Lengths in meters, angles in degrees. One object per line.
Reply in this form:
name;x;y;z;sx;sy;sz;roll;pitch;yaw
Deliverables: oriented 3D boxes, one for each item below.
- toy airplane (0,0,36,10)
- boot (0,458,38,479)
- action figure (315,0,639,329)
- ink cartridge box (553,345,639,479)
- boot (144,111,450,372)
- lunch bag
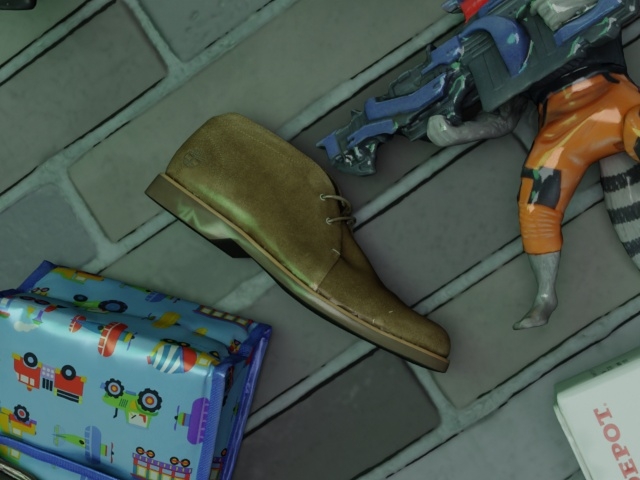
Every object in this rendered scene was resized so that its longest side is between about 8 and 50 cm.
toy airplane;-0.440;-0.287;1.070;0.386;0.272;0.384;-44;116;-7
boot;-0.298;0.222;1.044;0.219;0.106;0.082;49;123;1
action figure;0.177;-0.098;1.062;0.341;0.178;0.330;-23;79;37
ink cartridge box;0.353;0.157;1.022;0.278;0.117;0.201;-25;86;7
boot;0.000;0.000;1.088;0.305;0.112;0.115;36;84;9
lunch bag;-0.191;0.195;1.116;0.221;0.138;0.293;15;106;10
